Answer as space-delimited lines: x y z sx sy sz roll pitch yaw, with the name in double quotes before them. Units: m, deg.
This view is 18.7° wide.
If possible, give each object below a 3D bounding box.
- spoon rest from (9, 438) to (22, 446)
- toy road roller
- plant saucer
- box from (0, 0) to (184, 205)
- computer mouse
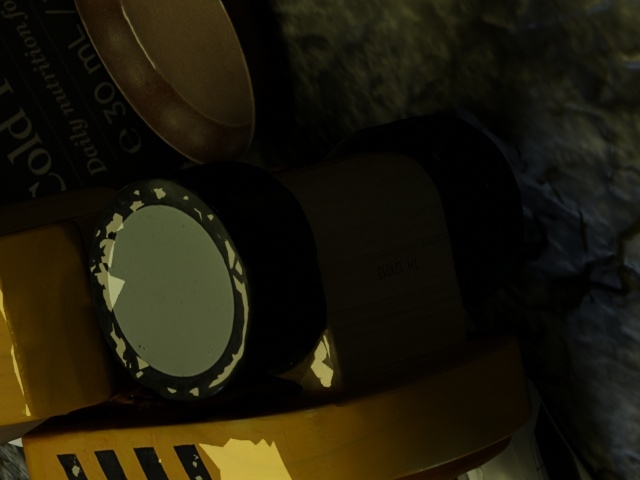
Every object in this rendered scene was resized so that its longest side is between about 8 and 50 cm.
"spoon rest" -0.284 0.069 1.546 0.276 0.084 0.137 41 150 28
"toy road roller" -0.057 0.087 0.902 0.329 0.202 0.240 -9 94 41
"plant saucer" -0.079 -0.119 1.046 0.168 0.029 0.168 41 149 31
"box" -0.418 -0.117 1.085 0.297 0.472 0.480 -3 120 56
"computer mouse" 0.087 0.095 0.980 0.193 0.042 0.106 59 153 -3
